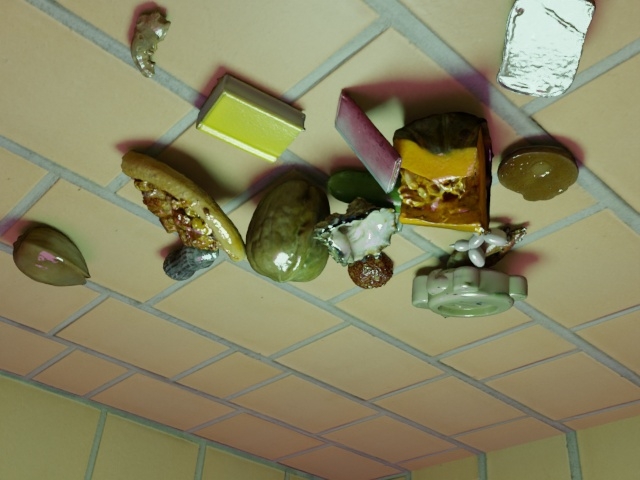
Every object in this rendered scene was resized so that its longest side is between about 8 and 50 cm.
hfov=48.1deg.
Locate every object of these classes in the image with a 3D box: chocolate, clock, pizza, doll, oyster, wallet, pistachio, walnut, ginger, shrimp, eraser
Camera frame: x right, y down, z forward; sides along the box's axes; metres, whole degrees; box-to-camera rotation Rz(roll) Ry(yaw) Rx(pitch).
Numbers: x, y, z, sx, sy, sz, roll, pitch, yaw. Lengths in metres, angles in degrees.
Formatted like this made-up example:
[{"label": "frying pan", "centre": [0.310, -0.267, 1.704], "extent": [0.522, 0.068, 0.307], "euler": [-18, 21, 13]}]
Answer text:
[{"label": "chocolate", "centre": [0.453, -0.411, 1.450], "extent": [0.157, 0.080, 0.254], "euler": [14, 145, 13]}, {"label": "clock", "centre": [0.450, 0.153, 2.165], "extent": [0.284, 0.114, 0.309], "euler": [11, 161, -17]}, {"label": "pizza", "centre": [-0.366, -0.085, 1.911], "extent": [0.409, 0.114, 0.277], "euler": [46, 155, -16]}, {"label": "doll", "centre": [0.430, -0.020, 1.997], "extent": [0.160, 0.059, 0.161], "euler": [33, 126, -6]}, {"label": "oyster", "centre": [0.090, -0.014, 1.835], "extent": [0.259, 0.092, 0.198], "euler": [-9, 132, -45]}, {"label": "wallet", "centre": [0.105, -0.227, 1.647], "extent": [0.025, 0.232, 0.119], "euler": [-24, 152, -22]}, {"label": "pistachio", "centre": [-0.812, 0.064, 2.205], "extent": [0.212, 0.163, 0.260], "euler": [18, 166, 48]}, {"label": "walnut", "centre": [-0.079, -0.021, 1.913], "extent": [0.227, 0.283, 0.283], "euler": [17, 143, -20]}, {"label": "chocolate", "centre": [-0.397, 0.053, 2.193], "extent": [0.110, 0.110, 0.248], "euler": [31, 137, -33]}, {"label": "ginger", "centre": [-0.373, -0.427, 1.549], "extent": [0.069, 0.051, 0.173], "euler": [21, 147, -14]}, {"label": "shrimp", "centre": [0.497, 0.032, 2.106], "extent": [0.154, 0.062, 0.294], "euler": [13, 150, -31]}, {"label": "eraser", "centre": [-0.169, -0.285, 1.707], "extent": [0.226, 0.069, 0.158], "euler": [23, 142, -24]}]

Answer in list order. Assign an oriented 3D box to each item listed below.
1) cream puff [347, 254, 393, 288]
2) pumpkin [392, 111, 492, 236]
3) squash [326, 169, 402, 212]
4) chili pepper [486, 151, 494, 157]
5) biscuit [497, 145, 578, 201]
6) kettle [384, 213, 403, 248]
[{"label": "cream puff", "centre": [0.156, 0.101, 2.216], "extent": [0.149, 0.084, 0.149], "euler": [4, 147, 2]}, {"label": "pumpkin", "centre": [0.293, -0.153, 1.688], "extent": [0.225, 0.256, 0.303], "euler": [4, 115, 16]}, {"label": "squash", "centre": [0.202, -0.120, 1.880], "extent": [0.378, 0.101, 0.101], "euler": [9, 145, -7]}, {"label": "chili pepper", "centre": [0.389, -0.197, 1.809], "extent": [0.118, 0.035, 0.055], "euler": [-13, 130, 39]}, {"label": "biscuit", "centre": [0.544, -0.177, 1.801], "extent": [0.208, 0.049, 0.181], "euler": [23, 141, -25]}, {"label": "kettle", "centre": [0.164, -0.051, 2.004], "extent": [0.098, 0.127, 0.148], "euler": [30, 154, 20]}]
